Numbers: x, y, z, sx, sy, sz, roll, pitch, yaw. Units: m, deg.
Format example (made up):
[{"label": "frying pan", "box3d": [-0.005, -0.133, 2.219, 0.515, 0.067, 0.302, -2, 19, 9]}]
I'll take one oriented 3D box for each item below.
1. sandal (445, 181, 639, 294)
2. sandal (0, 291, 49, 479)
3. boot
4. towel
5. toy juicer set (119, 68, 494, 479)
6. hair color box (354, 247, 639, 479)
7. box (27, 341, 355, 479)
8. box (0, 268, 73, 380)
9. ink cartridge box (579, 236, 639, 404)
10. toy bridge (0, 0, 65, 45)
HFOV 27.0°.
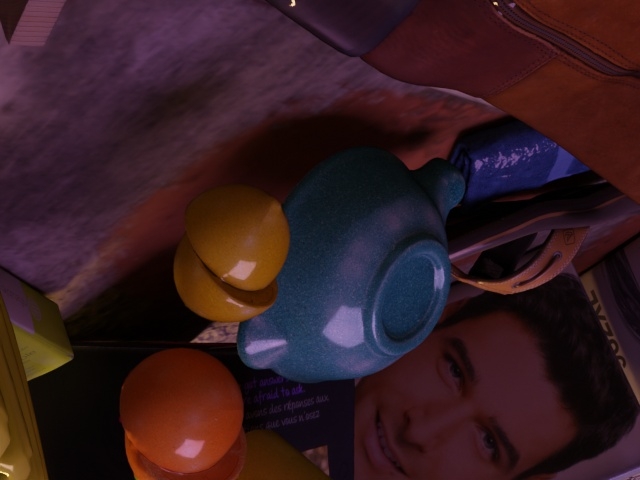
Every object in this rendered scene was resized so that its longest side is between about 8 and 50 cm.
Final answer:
[{"label": "sandal", "box3d": [0.133, 0.002, 0.870, 0.219, 0.060, 0.090, -12, -174, -33]}, {"label": "sandal", "box3d": [-0.203, 0.105, 0.643, 0.138, 0.126, 0.317, -11, 154, -16]}, {"label": "boot", "box3d": [0.158, -0.106, 0.517, 0.280, 0.096, 0.264, 23, 135, -34]}, {"label": "towel", "box3d": [0.137, -0.055, 0.817, 0.120, 0.029, 0.067, -16, 156, -12]}, {"label": "toy juicer set", "box3d": [0.000, 0.000, 0.688, 0.329, 0.089, 0.209, -60, 142, -8]}, {"label": "hair color box", "box3d": [0.055, 0.166, 1.041, 0.375, 0.185, 0.113, -23, 157, 3]}, {"label": "box", "box3d": [-0.083, 0.198, 0.826, 0.165, 0.270, 0.143, -4, 174, 42]}, {"label": "box", "box3d": [-0.218, 0.048, 0.708, 0.109, 0.042, 0.178, -25, 157, 5]}, {"label": "ink cartridge box", "box3d": [0.330, 0.095, 1.079, 0.129, 0.223, 0.307, 4, 147, -45]}, {"label": "toy bridge", "box3d": [-0.168, -0.096, 0.448, 0.188, 0.026, 0.063, -5, 151, -34]}]
